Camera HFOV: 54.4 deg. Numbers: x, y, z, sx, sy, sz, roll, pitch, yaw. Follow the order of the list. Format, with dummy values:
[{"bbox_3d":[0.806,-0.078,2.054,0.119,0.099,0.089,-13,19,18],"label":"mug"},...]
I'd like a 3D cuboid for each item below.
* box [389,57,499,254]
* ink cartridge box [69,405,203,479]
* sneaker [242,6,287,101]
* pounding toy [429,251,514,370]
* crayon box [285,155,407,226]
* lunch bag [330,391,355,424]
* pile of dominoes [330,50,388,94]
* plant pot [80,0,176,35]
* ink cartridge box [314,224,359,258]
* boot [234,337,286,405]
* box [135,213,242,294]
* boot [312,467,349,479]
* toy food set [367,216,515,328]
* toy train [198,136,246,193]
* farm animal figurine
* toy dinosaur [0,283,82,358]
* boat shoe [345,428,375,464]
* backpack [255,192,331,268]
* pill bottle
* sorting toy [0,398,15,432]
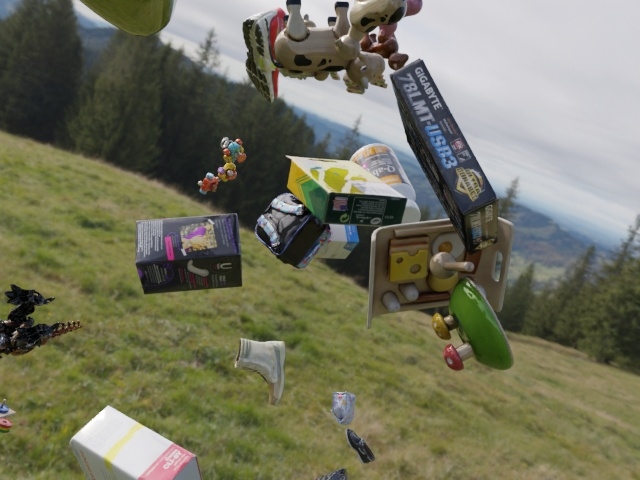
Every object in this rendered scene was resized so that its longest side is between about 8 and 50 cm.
[{"bbox_3d":[0.235,-0.142,1.163,0.296,0.073,0.293,66,9,20],"label":"box"},{"bbox_3d":[-0.552,0.717,1.917,0.384,0.279,0.160,18,40,28],"label":"ink cartridge box"},{"bbox_3d":[-0.113,-0.451,1.537,0.107,0.118,0.279,50,-20,18],"label":"sneaker"},{"bbox_3d":[0.254,0.150,1.157,0.237,0.110,0.183,64,0,-8],"label":"pounding toy"},{"bbox_3d":[0.049,-0.125,1.528,0.202,0.081,0.318,2,22,-22],"label":"crayon box"},{"bbox_3d":[0.062,0.458,1.698,0.053,0.083,0.071,-7,-20,21],"label":"lunch bag"},{"bbox_3d":[0.097,-0.533,1.966,0.195,0.040,0.251,13,-8,19],"label":"pile of dominoes"},{"bbox_3d":[-0.382,-0.540,1.223,0.274,0.275,0.293,22,-12,4],"label":"plant pot"},{"bbox_3d":[0.000,0.000,2.161,0.231,0.078,0.134,3,-29,-22],"label":"ink cartridge box"},{"bbox_3d":[-0.201,0.431,2.047,0.165,0.213,0.077,9,-20,-21],"label":"boot"},{"bbox_3d":[-0.352,0.037,1.687,0.270,0.165,0.143,-4,55,-8],"label":"box"},{"bbox_3d":[0.034,0.711,1.561,0.223,0.118,0.338,65,11,14],"label":"boot"},{"bbox_3d":[0.246,0.074,1.308,0.306,0.220,0.092,-7,30,-11],"label":"toy food set"},{"bbox_3d":[-0.255,-0.193,1.667,0.046,0.166,0.125,36,21,14],"label":"toy train"},{"bbox_3d":[0.051,-0.394,1.254,0.326,0.172,0.330,-3,-7,7],"label":"farm animal figurine"},{"bbox_3d":[-0.788,0.230,1.617,0.164,0.218,0.322,51,35,4],"label":"toy dinosaur"},{"bbox_3d":[0.108,0.559,1.697,0.125,0.038,0.046,62,22,-17],"label":"boat shoe"},{"bbox_3d":[-0.078,-0.031,1.576,0.117,0.158,0.173,38,-1,-39],"label":"backpack"},{"bbox_3d":[0.200,-0.158,1.938,0.162,0.162,0.278,15,39,-37],"label":"pill bottle"},{"bbox_3d":[-1.019,0.488,1.888,0.274,0.046,0.132,25,-1,10],"label":"sorting toy"}]
